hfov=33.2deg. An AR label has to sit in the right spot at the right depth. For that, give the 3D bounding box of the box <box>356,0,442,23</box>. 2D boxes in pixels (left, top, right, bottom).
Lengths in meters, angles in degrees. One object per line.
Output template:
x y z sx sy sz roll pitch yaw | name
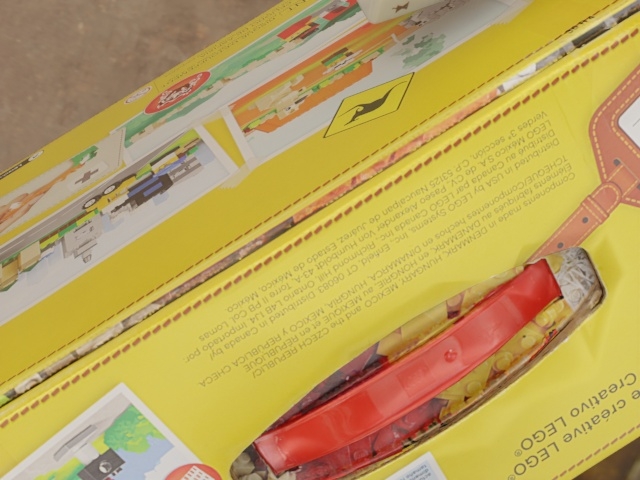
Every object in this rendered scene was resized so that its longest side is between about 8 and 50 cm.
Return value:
0.053 -0.170 0.474 0.102 0.087 0.101 -21 160 -15 | box

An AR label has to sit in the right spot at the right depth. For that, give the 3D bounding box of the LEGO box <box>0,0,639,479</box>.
0.000 0.000 0.624 0.500 0.372 0.193 -32 114 -1 | LEGO box
